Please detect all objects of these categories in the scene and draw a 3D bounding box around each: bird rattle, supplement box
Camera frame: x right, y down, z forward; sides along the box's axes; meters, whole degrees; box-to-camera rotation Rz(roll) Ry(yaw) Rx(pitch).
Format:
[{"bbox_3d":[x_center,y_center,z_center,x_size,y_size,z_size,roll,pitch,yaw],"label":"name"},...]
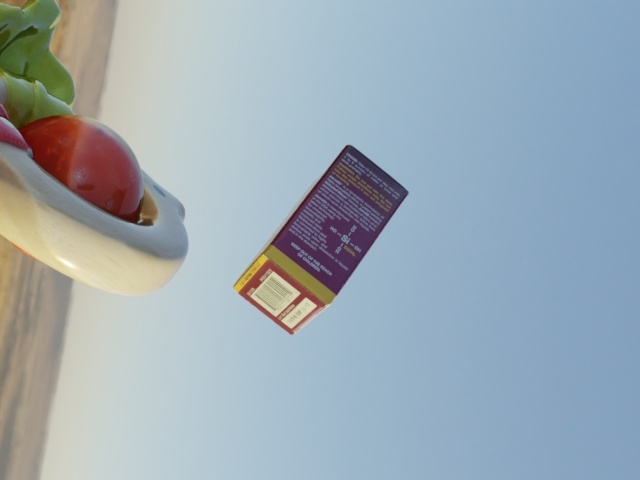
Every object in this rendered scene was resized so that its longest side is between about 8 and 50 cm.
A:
[{"bbox_3d":[-0.153,-0.051,0.549,0.143,0.207,0.253,-53,-171,2],"label":"bird rattle"},{"bbox_3d":[0.000,0.000,0.548,0.083,0.043,0.055,-54,-176,-29],"label":"supplement box"}]
